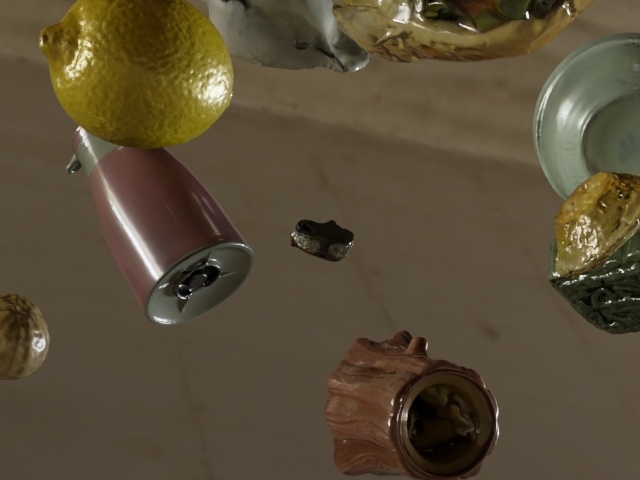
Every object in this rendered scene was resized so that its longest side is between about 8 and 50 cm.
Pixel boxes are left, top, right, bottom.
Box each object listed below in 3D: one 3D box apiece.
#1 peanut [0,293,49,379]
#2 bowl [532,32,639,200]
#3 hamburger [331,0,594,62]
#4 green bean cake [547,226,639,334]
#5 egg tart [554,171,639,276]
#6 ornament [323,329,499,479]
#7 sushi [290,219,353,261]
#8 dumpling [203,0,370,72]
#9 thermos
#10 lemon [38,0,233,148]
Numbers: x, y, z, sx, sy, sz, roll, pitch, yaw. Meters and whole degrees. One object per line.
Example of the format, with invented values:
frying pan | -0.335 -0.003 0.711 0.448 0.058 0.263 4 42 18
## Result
peanut | -0.390 0.119 2.001 0.095 0.108 0.226 21 168 -19
bowl | 0.489 -0.163 2.549 0.307 0.307 0.163 15 -162 1
hamburger | 0.159 -0.251 1.364 0.162 0.330 0.209 47 -167 -19
green bean cake | 0.427 0.052 2.247 0.185 0.094 0.183 -15 141 40
egg tart | 0.255 -0.024 1.487 0.049 0.129 0.129 43 -168 -9
ornament | 0.139 0.259 2.361 0.221 0.235 0.218 33 170 -20
sushi | 0.000 0.000 2.174 0.083 0.046 0.044 16 -139 -10
dumpling | -0.063 -0.323 2.289 0.175 0.243 0.227 -26 -165 18
thermos | -0.205 -0.035 1.960 0.146 0.176 0.265 -28 -119 -14
lemon | -0.203 -0.196 1.836 0.244 0.186 0.187 19 -168 -27
